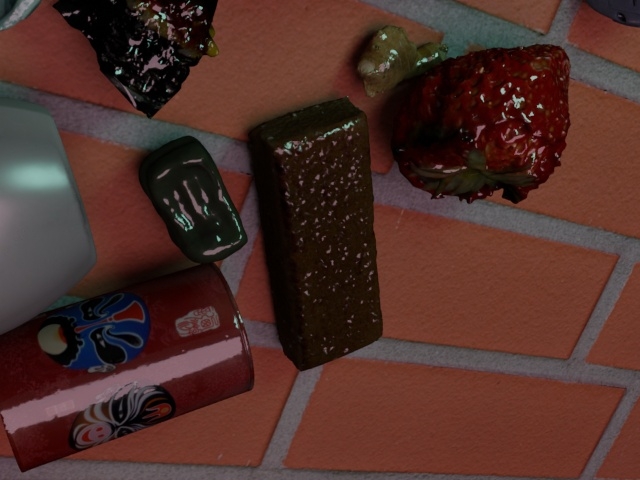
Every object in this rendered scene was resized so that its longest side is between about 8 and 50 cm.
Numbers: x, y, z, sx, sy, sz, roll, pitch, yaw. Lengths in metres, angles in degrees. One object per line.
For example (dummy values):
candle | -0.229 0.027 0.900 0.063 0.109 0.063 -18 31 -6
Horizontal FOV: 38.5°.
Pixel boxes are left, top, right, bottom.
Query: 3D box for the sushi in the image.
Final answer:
sushi | -0.200 -0.277 1.121 0.150 0.153 0.172 -36 108 19

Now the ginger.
ginger | 0.118 -0.274 1.342 0.165 0.067 0.096 -24 125 -30

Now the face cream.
face cream | -0.465 -0.010 1.084 0.356 0.219 0.313 -19 123 -16

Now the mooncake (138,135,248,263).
mooncake | -0.171 -0.052 1.247 0.104 0.175 0.168 -29 167 -15

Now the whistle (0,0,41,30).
whistle | -0.375 -0.323 1.013 0.290 0.163 0.163 -52 127 -8

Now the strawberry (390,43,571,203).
strawberry | 0.241 -0.187 1.345 0.261 0.261 0.258 18 69 -33

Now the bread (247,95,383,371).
bread | 0.000 0.000 1.397 0.165 0.113 0.417 -17 124 -17

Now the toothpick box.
toothpick box | -0.282 0.171 1.288 0.333 0.204 0.204 -17 122 -19

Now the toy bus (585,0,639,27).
toy bus | 0.513 -0.480 1.363 0.231 0.197 0.294 -24 123 -27
